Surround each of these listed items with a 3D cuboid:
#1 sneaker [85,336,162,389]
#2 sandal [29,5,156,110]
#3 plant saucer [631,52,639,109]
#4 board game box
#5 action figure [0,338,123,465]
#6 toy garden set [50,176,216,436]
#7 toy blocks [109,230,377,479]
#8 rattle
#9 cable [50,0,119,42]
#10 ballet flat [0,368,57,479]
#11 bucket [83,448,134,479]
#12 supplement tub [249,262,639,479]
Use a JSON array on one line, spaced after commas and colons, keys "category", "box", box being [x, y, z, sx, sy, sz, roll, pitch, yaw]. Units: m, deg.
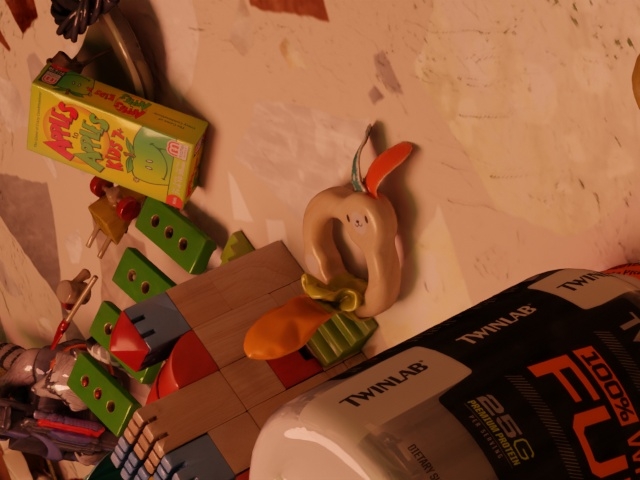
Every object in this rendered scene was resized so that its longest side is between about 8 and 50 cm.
[{"category": "sneaker", "box": [-0.186, 0.169, 1.721, 0.228, 0.086, 0.132, 5, 116, 51]}, {"category": "sandal", "box": [-0.264, -0.155, 1.625, 0.120, 0.086, 0.303, 62, 146, 5]}, {"category": "plant saucer", "box": [0.342, -0.065, 0.870, 0.333, 0.081, 0.333, 56, 145, 16]}, {"category": "board game box", "box": [-0.213, -0.109, 1.546, 0.181, 0.043, 0.092, 21, 134, 6]}, {"category": "action figure", "box": [-0.387, 0.182, 1.869, 0.330, 0.341, 0.179, -14, 63, 50]}, {"category": "toy garden set", "box": [-0.217, 0.060, 1.653, 0.204, 0.049, 0.244, 37, 108, 38]}, {"category": "toy blocks", "box": [-0.073, 0.178, 1.415, 0.381, 0.260, 0.191, 54, 144, 17]}, {"category": "rattle", "box": [0.000, 0.000, 1.325, 0.200, 0.142, 0.130, 109, 146, -53]}, {"category": "cable", "box": [-0.248, -0.298, 1.528, 0.150, 0.047, 0.185, -45, 54, 52]}, {"category": "ballet flat", "box": [-0.438, 0.297, 2.100, 0.123, 0.123, 0.349, 13, 125, 50]}, {"category": "bucket", "box": [-0.174, 0.358, 1.668, 0.281, 0.281, 0.183, 62, 149, 6]}, {"category": "supplement tub", "box": [0.135, 0.147, 1.046, 0.207, 0.338, 0.207, 30, 132, 40]}]
